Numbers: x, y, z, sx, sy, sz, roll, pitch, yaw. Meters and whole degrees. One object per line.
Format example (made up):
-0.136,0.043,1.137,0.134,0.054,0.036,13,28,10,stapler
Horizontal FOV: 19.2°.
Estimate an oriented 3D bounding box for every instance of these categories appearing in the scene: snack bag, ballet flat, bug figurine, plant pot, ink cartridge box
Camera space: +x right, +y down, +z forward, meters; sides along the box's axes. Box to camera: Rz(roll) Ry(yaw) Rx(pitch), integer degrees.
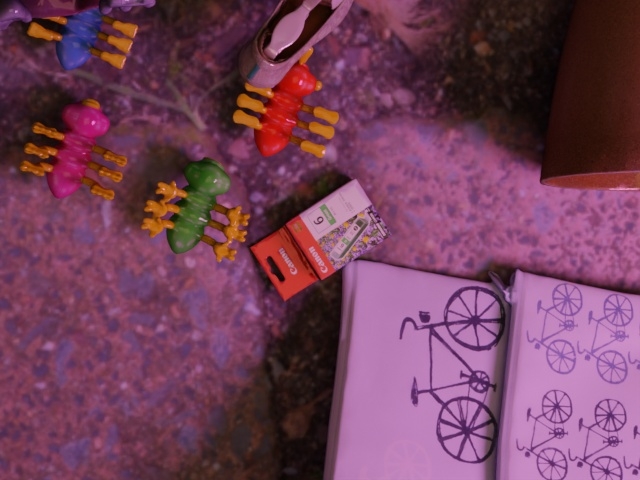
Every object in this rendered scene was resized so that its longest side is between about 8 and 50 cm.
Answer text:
0.165,0.173,1.703,0.342,0.037,0.323,11,66,-8,snack bag
-0.011,-0.197,1.632,0.057,0.052,0.168,35,63,-3,ballet flat
-0.138,-0.110,1.651,0.279,0.072,0.216,24,93,-13,bug figurine
0.311,-0.175,1.667,0.237,0.237,0.254,0,88,-12,plant pot
0.000,0.000,1.720,0.115,0.029,0.063,-33,93,-4,ink cartridge box

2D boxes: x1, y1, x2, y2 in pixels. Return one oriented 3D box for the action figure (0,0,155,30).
-0.248,-0.351,1.466,0.248,0.276,0.370,-5,85,-15,action figure
